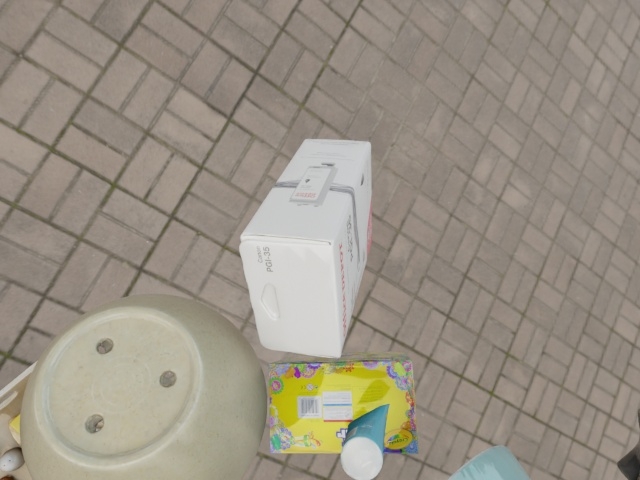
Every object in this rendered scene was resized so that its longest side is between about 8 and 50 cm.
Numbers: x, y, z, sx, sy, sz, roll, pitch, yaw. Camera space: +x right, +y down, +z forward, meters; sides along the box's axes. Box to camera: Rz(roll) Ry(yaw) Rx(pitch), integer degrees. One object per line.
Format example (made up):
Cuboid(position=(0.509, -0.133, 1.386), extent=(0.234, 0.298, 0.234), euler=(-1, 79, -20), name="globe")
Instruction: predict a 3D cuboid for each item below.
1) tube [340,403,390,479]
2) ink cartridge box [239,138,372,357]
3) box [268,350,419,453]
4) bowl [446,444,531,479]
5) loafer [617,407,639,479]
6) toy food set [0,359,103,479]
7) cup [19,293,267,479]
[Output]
Cuboid(position=(0.066, 0.283, 0.635), extent=(0.080, 0.207, 0.052), euler=(-24, 80, 6), name="tube")
Cuboid(position=(0.000, 0.000, 0.646), extent=(0.117, 0.283, 0.207), euler=(5, 127, 14), name="ink cartridge box")
Cuboid(position=(0.061, 0.347, 0.971), extent=(0.290, 0.279, 0.176), euler=(-4, 79, 9), name="box")
Cuboid(position=(0.244, 0.477, 0.620), extent=(0.312, 0.163, 0.311), euler=(-19, 124, -31), name="bowl")
Cuboid(position=(0.405, 0.288, 0.538), extent=(0.062, 0.061, 0.170), euler=(-14, 96, -46), name="loafer")
Cuboid(position=(-0.456, 0.381, 0.740), extent=(0.306, 0.092, 0.220), euler=(46, 63, -3), name="toy food set")
Cuboid(position=(-0.231, 0.202, 0.559), extent=(0.331, 0.237, 0.331), euler=(4, 62, -7), name="cup")
